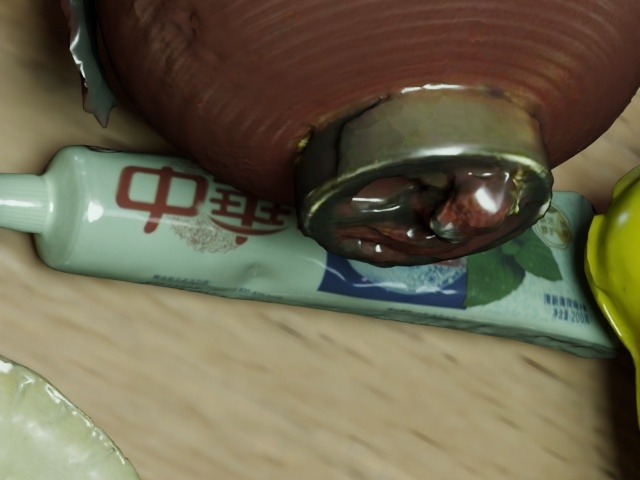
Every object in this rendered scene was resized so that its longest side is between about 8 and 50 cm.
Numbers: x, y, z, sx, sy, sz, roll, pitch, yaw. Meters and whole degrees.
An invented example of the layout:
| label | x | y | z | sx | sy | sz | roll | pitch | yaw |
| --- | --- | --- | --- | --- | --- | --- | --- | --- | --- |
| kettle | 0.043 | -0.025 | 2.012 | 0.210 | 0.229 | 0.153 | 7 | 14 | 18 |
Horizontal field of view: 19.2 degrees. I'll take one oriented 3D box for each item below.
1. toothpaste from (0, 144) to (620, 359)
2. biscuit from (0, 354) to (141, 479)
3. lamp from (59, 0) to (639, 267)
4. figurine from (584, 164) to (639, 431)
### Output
| label | x | y | z | sx | sy | sz | roll | pitch | yaw |
| --- | --- | --- | --- | --- | --- | --- | --- | --- | --- |
| toothpaste | 0.000 | 0.000 | 0.602 | 0.233 | 0.038 | 0.060 | 7 | 67 | -28 |
| biscuit | -0.110 | 0.102 | 0.532 | 0.152 | 0.020 | 0.152 | 6 | 76 | -26 |
| lamp | 0.009 | -0.111 | 0.545 | 0.180 | 0.180 | 0.258 | 6 | 64 | -26 |
| figurine | 0.238 | 0.095 | 0.611 | 0.323 | 0.231 | 0.340 | -24 | 83 | -4 |
